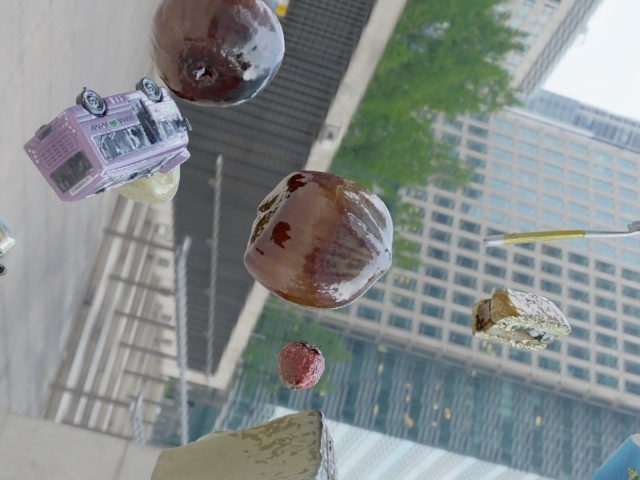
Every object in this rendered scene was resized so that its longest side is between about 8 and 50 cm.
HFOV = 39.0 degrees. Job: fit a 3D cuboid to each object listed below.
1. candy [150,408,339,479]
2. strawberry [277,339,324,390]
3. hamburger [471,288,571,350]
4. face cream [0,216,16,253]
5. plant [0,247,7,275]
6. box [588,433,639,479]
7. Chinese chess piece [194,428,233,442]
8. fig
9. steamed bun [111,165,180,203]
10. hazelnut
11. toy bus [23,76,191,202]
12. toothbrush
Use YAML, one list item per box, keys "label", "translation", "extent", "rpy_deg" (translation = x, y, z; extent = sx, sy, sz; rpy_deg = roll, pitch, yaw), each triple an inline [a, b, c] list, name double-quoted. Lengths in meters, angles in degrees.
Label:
- label: "candy"
  translation: [-0.127, 0.420, 1.530]
  extent: [0.179, 0.320, 0.135]
  rpy_deg: [-98, 169, -57]
- label: "strawberry"
  translation: [-0.045, 0.251, 1.788]
  extent: [0.106, 0.106, 0.106]
  rpy_deg: [-164, -90, -82]
- label: "hamburger"
  translation: [0.465, 0.174, 2.093]
  extent: [0.124, 0.262, 0.131]
  rpy_deg: [-37, -131, 38]
- label: "face cream"
  translation: [-0.808, 0.079, 1.919]
  extent: [0.348, 0.081, 0.173]
  rpy_deg: [-44, -143, -8]
- label: "plant"
  translation: [-0.507, 0.026, 1.154]
  extent: [0.129, 0.194, 0.132]
  rpy_deg: [94, 22, -68]
- label: "box"
  translation: [0.530, 0.351, 1.376]
  extent: [0.139, 0.194, 0.073]
  rpy_deg: [112, -32, -43]
- label: "Chinese chess piece"
  translation: [-0.233, 0.600, 2.212]
  extent: [0.273, 0.102, 0.273]
  rpy_deg: [-18, 90, -76]
- label: "fig"
  translation: [-0.176, -0.342, 1.549]
  extent: [0.214, 0.235, 0.235]
  rpy_deg: [-74, -176, -66]
- label: "steamed bun"
  translation: [-0.351, -0.161, 1.730]
  extent: [0.212, 0.110, 0.231]
  rpy_deg: [41, -56, 47]
- label: "hazelnut"
  translation: [0.000, 0.002, 1.328]
  extent: [0.181, 0.181, 0.212]
  rpy_deg: [-19, -140, 59]
- label: "toy bus"
  translation: [-0.242, -0.119, 1.069]
  extent: [0.096, 0.108, 0.199]
  rpy_deg: [-32, -179, 30]
- label: "toothbrush"
  translation: [0.404, -0.012, 1.465]
  extent: [0.021, 0.288, 0.024]
  rpy_deg: [94, -9, -54]
